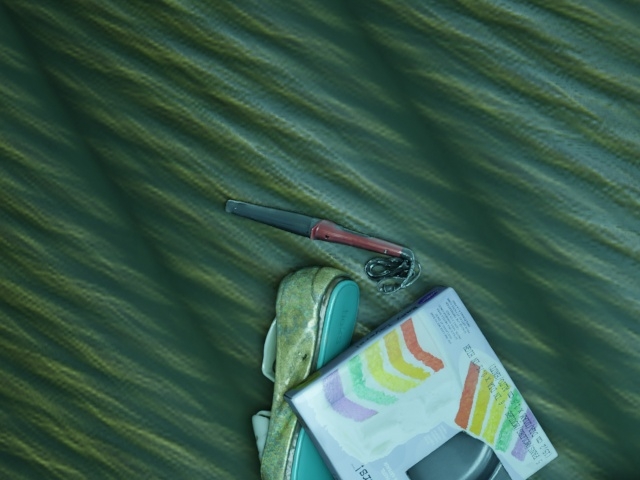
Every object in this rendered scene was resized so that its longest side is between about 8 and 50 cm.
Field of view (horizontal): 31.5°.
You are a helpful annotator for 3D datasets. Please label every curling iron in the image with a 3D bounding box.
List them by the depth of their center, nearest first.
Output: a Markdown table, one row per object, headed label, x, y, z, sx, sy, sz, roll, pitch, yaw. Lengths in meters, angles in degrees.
| label | x | y | z | sx | sy | sz | roll | pitch | yaw |
| --- | --- | --- | --- | --- | --- | --- | --- | --- | --- |
| curling iron | 0.000 | 0.000 | 1.488 | 0.274 | 0.035 | 0.068 | 22 | 90 | 9 |

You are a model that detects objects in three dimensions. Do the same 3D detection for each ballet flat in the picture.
| label | x | y | z | sx | sy | sz | roll | pitch | yaw |
| --- | --- | --- | --- | --- | --- | --- | --- | --- | --- |
| ballet flat | -0.031 | 0.203 | 1.454 | 0.123 | 0.123 | 0.348 | 9 | 89 | 9 |

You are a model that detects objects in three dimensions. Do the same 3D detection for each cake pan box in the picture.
| label | x | y | z | sx | sy | sz | roll | pitch | yaw |
| --- | --- | --- | --- | --- | --- | --- | --- | --- | --- |
| cake pan box | 0.124 | 0.229 | 1.386 | 0.246 | 0.070 | 0.266 | -32 | 96 | -9 |
